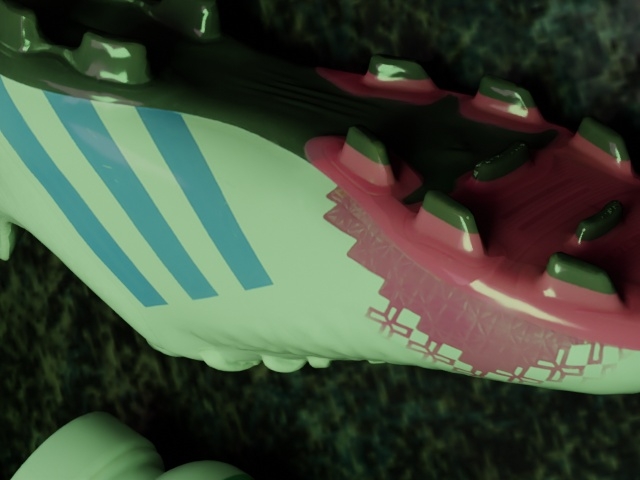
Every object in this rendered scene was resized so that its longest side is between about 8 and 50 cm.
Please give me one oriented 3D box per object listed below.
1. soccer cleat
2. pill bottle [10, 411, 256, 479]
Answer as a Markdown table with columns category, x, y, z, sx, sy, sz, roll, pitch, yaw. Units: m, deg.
| category | x | y | z | sx | sy | sz | roll | pitch | yaw |
| --- | --- | --- | --- | --- | --- | --- | --- | --- | --- |
| soccer cleat | 0.000 | 0.000 | 0.738 | 0.331 | 0.116 | 0.143 | 24 | 127 | 26 |
| pill bottle | -0.035 | 0.163 | 0.773 | 0.208 | 0.117 | 0.117 | 35 | 115 | 20 |
